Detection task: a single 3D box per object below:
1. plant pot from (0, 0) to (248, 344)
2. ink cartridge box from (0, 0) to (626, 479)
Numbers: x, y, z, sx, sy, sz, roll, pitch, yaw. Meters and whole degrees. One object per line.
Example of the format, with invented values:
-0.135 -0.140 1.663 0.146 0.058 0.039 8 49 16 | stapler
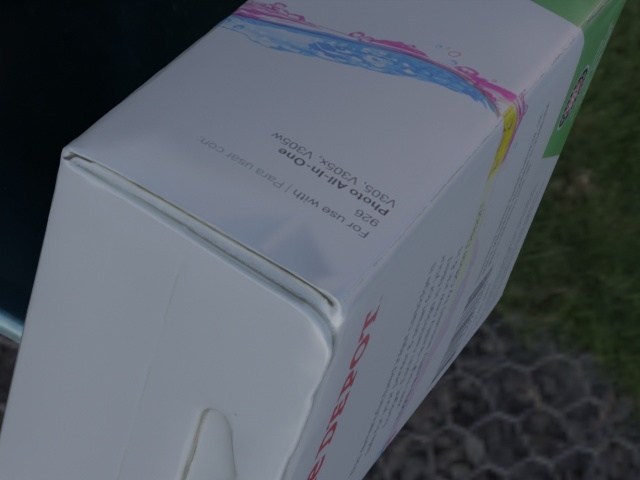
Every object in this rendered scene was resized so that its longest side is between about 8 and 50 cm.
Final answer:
-0.112 -0.141 0.784 0.247 0.248 0.252 31 29 -22 | plant pot
0.000 0.000 0.566 0.093 0.154 0.212 28 42 11 | ink cartridge box
